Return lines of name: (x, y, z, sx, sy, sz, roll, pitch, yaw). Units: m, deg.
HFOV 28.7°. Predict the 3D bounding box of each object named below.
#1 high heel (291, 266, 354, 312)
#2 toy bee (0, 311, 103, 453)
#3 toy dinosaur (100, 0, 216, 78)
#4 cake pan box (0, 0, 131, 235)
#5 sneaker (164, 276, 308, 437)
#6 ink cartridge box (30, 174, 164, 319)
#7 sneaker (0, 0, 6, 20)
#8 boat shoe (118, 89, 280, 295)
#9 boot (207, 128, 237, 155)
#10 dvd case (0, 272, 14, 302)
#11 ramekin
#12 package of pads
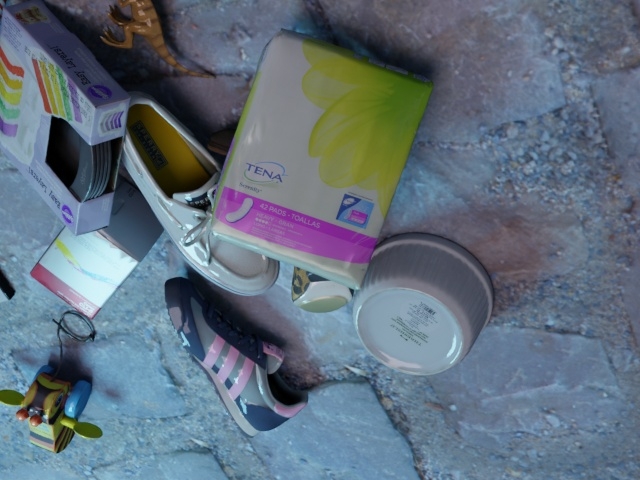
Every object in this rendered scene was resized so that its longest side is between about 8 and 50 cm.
high heel: (0.000, 0.000, 1.873, 0.093, 0.186, 0.261, -2, 160, -1)
toy bee: (-0.492, 0.286, 2.214, 0.195, 0.162, 0.298, 5, 126, 22)
toy dinosaur: (-0.242, -0.296, 1.740, 0.112, 0.064, 0.212, -7, 122, 25)
cake pan box: (-0.377, -0.173, 1.808, 0.267, 0.070, 0.246, 46, 139, 27)
sneaker: (-0.134, 0.172, 2.033, 0.131, 0.112, 0.319, -23, 117, 16)
ink cartridge box: (-0.344, 0.007, 1.964, 0.127, 0.128, 0.176, 38, 130, -8)
sneaker: (-0.547, -0.356, 1.765, 0.087, 0.221, 0.128, 34, 102, 44)
boat shoe: (-0.171, -0.063, 1.808, 0.367, 0.136, 0.156, 56, 169, -15)
boot: (-0.059, -0.170, 1.764, 0.219, 0.082, 0.106, 3, 108, 19)
dvd case: (-0.680, 0.054, 2.208, 0.253, 0.022, 0.180, -14, 118, 30)
ramekin: (0.144, 0.102, 1.848, 0.207, 0.109, 0.207, 11, 128, 15)
package of pads: (-0.006, -0.111, 1.666, 0.229, 0.101, 0.297, 20, 98, -2)
